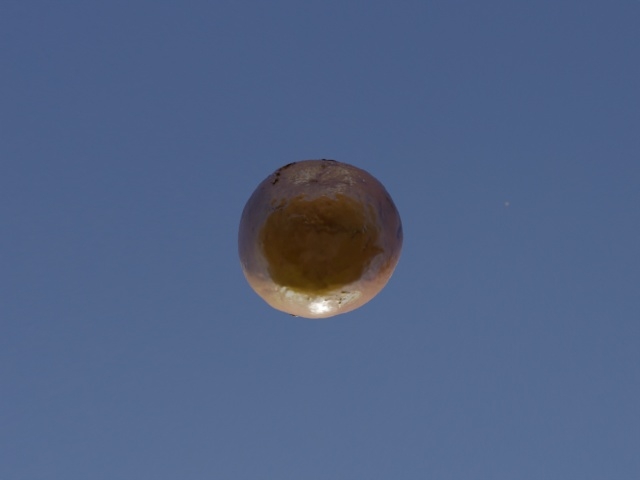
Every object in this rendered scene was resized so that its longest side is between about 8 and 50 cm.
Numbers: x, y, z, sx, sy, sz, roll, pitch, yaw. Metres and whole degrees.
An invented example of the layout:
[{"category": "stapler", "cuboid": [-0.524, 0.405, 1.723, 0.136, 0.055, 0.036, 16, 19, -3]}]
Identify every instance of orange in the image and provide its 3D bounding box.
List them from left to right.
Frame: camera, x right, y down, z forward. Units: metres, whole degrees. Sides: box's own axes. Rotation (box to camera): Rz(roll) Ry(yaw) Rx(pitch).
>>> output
[{"category": "orange", "cuboid": [0.000, 0.000, 0.831, 0.083, 0.083, 0.070, 5, -61, 6]}]
